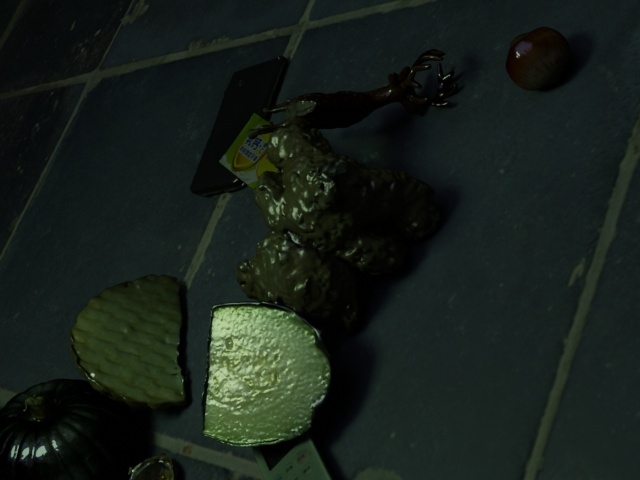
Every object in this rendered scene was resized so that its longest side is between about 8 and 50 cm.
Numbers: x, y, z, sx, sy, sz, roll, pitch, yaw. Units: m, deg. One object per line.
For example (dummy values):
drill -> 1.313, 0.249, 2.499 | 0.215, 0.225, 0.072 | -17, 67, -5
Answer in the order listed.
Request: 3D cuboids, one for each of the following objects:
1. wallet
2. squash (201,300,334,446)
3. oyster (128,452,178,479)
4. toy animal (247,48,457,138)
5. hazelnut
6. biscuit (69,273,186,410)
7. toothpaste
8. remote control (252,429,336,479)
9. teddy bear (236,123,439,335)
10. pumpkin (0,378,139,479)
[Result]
wallet -> -0.149, -0.209, 1.863 | 0.146, 0.030, 0.285 | -7, 56, 42
squash -> -0.057, 0.179, 1.361 | 0.184, 0.085, 0.191 | 1, 82, 21
oyster -> -0.252, 0.389, 1.478 | 0.105, 0.056, 0.177 | -18, 49, 25
toy animal -> 0.045, -0.195, 1.494 | 0.260, 0.087, 0.243 | -6, 17, 44
hazelnut -> 0.287, -0.239, 1.350 | 0.086, 0.086, 0.086 | -29, 43, 31
biscuit -> -0.310, 0.161, 1.646 | 0.273, 0.187, 0.036 | -97, 15, -45
toothpaste -> -0.045, -0.103, 1.616 | 0.110, 0.077, 0.327 | -56, 35, 3
remote control -> -0.012, 0.321, 1.269 | 0.090, 0.038, 0.309 | -47, 36, 11
teddy bear -> 0.000, 0.000, 1.389 | 0.267, 0.156, 0.256 | 25, 110, 17
pumpkin -> -0.406, 0.316, 1.587 | 0.250, 0.216, 0.250 | -8, 37, 6
